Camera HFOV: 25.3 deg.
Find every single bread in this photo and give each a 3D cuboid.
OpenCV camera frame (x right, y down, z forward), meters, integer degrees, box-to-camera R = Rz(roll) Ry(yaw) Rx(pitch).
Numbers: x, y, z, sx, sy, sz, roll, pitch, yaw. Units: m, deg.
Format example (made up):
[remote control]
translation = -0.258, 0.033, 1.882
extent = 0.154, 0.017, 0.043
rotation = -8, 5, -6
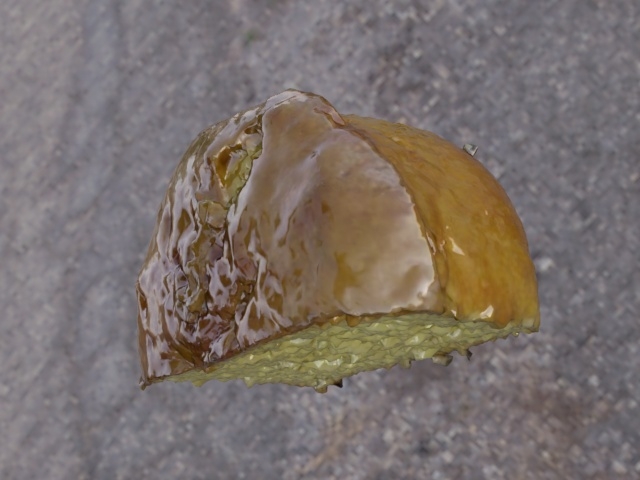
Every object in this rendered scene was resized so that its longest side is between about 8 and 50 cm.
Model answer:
[bread]
translation = 0.000, 0.000, 0.989
extent = 0.340, 0.194, 0.179
rotation = -24, 64, 56
